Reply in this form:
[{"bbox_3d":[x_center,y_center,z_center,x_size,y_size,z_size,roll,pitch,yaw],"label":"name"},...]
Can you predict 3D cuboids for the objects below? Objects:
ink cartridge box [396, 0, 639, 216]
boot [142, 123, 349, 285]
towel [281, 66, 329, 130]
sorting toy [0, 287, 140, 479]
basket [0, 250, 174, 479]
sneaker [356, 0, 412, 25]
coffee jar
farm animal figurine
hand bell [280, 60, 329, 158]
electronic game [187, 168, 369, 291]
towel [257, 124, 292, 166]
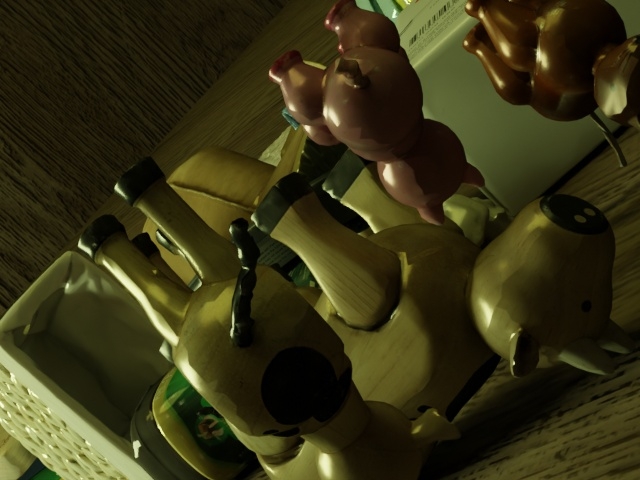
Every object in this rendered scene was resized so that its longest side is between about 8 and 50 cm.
[{"bbox_3d":[0.163,-0.159,1.260,0.211,0.121,0.289,-42,10,14],"label":"ink cartridge box"},{"bbox_3d":[-0.043,-0.055,1.507,0.236,0.089,0.269,-59,24,-7],"label":"boot"},{"bbox_3d":[0.028,-0.093,1.554,0.067,0.119,0.029,-45,-20,-4],"label":"towel"},{"bbox_3d":[-0.253,0.190,1.579,0.255,0.089,0.257,-37,12,36],"label":"sorting toy"},{"bbox_3d":[-0.178,0.112,1.400,0.103,0.167,0.113,-43,7,48],"label":"basket"},{"bbox_3d":[0.110,-0.256,1.884,0.208,0.127,0.319,-38,2,24],"label":"sneaker"},{"bbox_3d":[-0.038,0.087,1.174,0.184,0.079,0.096,-39,10,22],"label":"coffee jar"},{"bbox_3d":[0.041,0.032,0.843,0.330,0.172,0.326,-35,-16,-36],"label":"farm animal figurine"},{"bbox_3d":[-0.029,-0.026,1.626,0.242,0.126,0.126,-59,12,-9],"label":"hand bell"},{"bbox_3d":[0.000,0.000,1.260,0.229,0.048,0.229,-32,-13,-8],"label":"electronic game"},{"bbox_3d":[-0.060,-0.051,1.921,0.187,0.049,0.282,-44,10,-4],"label":"towel"}]
